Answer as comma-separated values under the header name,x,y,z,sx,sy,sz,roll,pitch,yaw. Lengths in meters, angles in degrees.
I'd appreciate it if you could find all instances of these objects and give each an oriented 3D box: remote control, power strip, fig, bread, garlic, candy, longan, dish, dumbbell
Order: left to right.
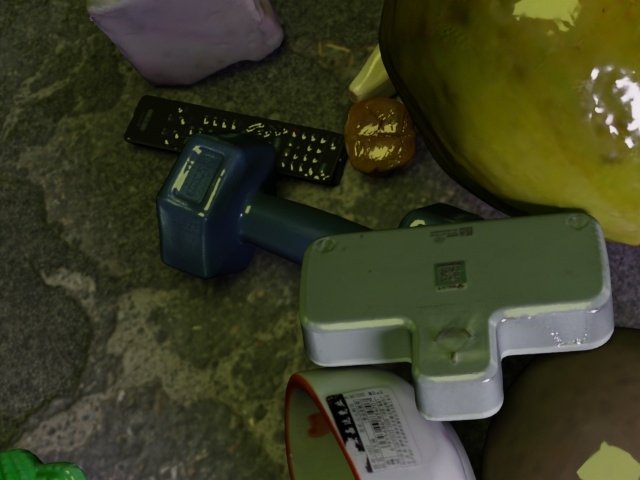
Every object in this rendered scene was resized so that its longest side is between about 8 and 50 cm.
name,x,y,z,sx,sy,sz,roll,pitch,yaw
candy,-0.139,-0.270,1.577,0.184,0.195,0.137,-15,63,11
remote control,-0.090,-0.106,1.588,0.245,0.025,0.063,13,71,19
dumbbell,0.000,0.000,1.460,0.316,0.156,0.144,20,104,21
garlic,0.062,-0.172,1.561,0.041,0.053,0.083,37,82,23
bread,0.062,-0.103,1.534,0.081,0.046,0.083,22,78,15
dish,0.062,0.224,1.309,0.117,0.256,0.256,-15,64,-17
power strip,0.113,0.065,1.261,0.265,0.059,0.194,-5,42,8
fig,0.234,-0.157,1.380,0.343,0.343,0.343,-5,67,12
longan,0.252,0.193,1.277,0.246,0.215,0.246,0,84,-4

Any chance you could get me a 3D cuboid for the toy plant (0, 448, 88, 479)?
name,x,y,z,sx,sy,sz,roll,pitch,yaw
toy plant,-0.284,0.319,1.431,0.154,0.088,0.240,-4,78,25
